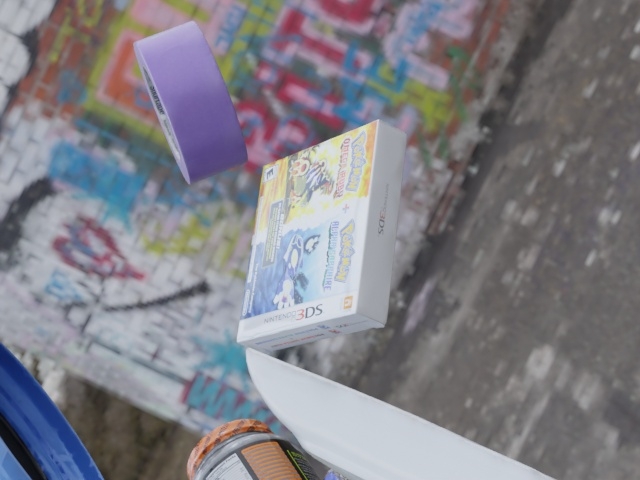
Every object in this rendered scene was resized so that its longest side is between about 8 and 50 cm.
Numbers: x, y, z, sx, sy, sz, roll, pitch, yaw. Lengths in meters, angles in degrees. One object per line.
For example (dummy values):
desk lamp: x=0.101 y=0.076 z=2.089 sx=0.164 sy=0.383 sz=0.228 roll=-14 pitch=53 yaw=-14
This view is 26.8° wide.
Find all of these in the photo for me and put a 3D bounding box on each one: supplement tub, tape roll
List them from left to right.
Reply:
tape roll: x=-0.161 y=-0.170 z=1.665 sx=0.080 sy=0.189 sz=0.189 roll=-23 pitch=-4 yaw=-8
supplement tub: x=-0.070 y=0.421 z=1.991 sx=0.316 sy=0.193 sz=0.193 roll=51 pitch=122 yaw=46

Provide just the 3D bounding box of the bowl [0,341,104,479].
bowl: x=-0.400 y=0.277 z=1.780 sx=0.077 sy=0.391 sz=0.391 roll=-36 pitch=2 yaw=-2

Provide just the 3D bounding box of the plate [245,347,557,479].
plate: x=0.110 y=0.171 z=0.823 sx=0.277 sy=0.278 sz=0.045 roll=17 pitch=74 yaw=50

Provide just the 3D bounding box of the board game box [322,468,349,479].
board game box: x=0.093 y=0.429 z=1.552 sx=0.232 sy=0.291 sz=0.141 roll=-59 pitch=32 yaw=7

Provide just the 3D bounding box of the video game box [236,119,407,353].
video game box: x=0.000 y=0.000 z=1.343 sx=0.187 sy=0.048 sz=0.205 roll=-17 pitch=58 yaw=45
